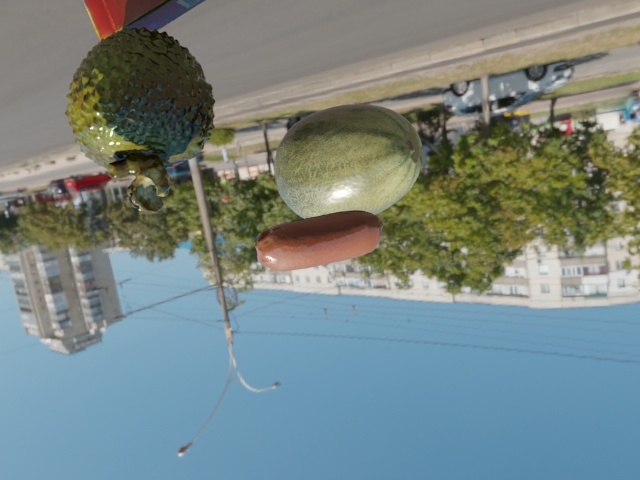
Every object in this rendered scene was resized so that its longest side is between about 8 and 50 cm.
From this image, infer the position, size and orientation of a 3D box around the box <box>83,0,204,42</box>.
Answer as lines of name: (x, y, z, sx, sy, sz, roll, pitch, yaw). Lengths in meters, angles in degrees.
box: (-0.346, -0.558, 1.122, 0.313, 0.198, 0.089, -23, -179, 17)

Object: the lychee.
lychee: (-0.336, -0.243, 1.024, 0.269, 0.270, 0.320, -7, -133, 19)

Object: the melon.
melon: (0.051, -0.156, 1.123, 0.329, 0.249, 0.248, -13, -175, 40)

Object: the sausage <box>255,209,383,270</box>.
sausage: (0.000, 0.000, 0.797, 0.194, 0.077, 0.077, -11, -171, -13)
